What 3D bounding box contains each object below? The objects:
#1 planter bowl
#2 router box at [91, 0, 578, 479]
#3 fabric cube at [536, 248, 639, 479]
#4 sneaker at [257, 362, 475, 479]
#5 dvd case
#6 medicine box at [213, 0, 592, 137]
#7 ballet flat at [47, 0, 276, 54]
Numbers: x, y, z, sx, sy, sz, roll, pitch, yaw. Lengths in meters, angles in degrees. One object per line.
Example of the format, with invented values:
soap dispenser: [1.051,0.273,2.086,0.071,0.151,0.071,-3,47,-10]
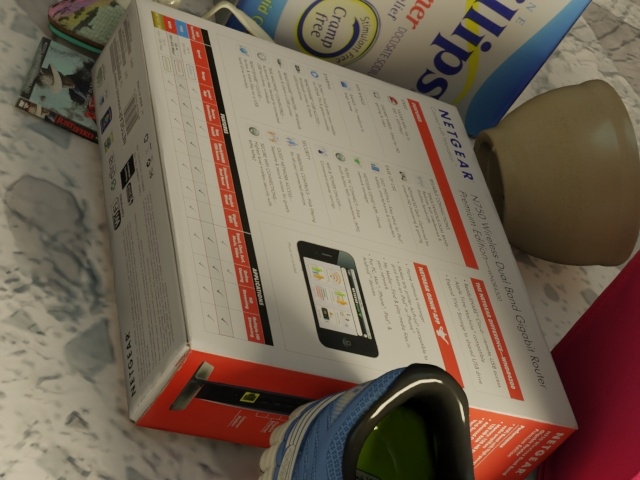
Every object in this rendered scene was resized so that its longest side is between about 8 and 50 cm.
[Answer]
planter bowl: [0.193,-0.053,1.174,0.109,0.162,0.162,-6,47,-10]
router box: [0.000,0.000,0.983,0.301,0.082,0.335,16,41,-29]
fabric cube: [0.324,0.141,0.951,0.258,0.254,0.259,30,36,-8]
sneaker: [0.023,0.202,0.702,0.130,0.147,0.330,20,51,-20]
dvd case: [-0.166,-0.104,1.042,0.119,0.013,0.087,24,36,-15]
medicine box: [0.087,-0.267,1.225,0.289,0.263,0.149,17,39,-23]
ballet flat: [-0.105,-0.165,1.106,0.221,0.079,0.077,22,27,-17]
